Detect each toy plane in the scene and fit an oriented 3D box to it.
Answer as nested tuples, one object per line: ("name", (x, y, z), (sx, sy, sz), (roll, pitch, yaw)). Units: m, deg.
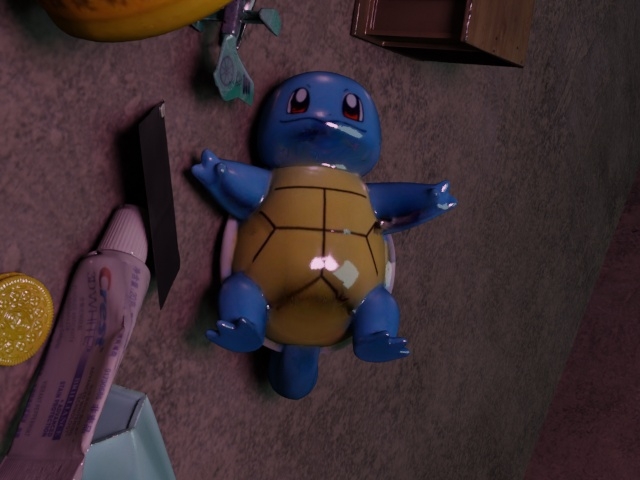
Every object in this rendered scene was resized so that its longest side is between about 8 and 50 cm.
("toy plane", (-0.070, -0.334, 0.930), (0.155, 0.106, 0.382), (23, 75, -70))

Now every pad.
("pad", (-0.162, -0.038, 0.907), (0.116, 0.004, 0.193), (-84, 173, -69))

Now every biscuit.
("biscuit", (-0.277, 0.070, 0.796), (0.084, 0.023, 0.084), (-28, 125, -51))

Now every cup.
("cup", (-0.200, 0.265, 0.890), (0.134, 0.148, 0.236), (-18, 114, -25))

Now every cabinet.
("cabinet", (0.178, -0.335, 1.242), (0.215, 0.175, 0.148), (-2, 101, -57))

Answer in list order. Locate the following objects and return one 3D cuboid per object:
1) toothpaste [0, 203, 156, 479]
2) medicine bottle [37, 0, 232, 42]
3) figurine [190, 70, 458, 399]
("toothpaste", (-0.216, 0.090, 0.826), (0.068, 0.099, 0.282), (25, 58, -16))
("medicine bottle", (-0.179, -0.354, 0.627), (0.224, 0.224, 0.384), (-56, 142, -32))
("figurine", (-0.001, 0.017, 1.039), (0.243, 0.298, 0.416), (-91, -173, -77))
